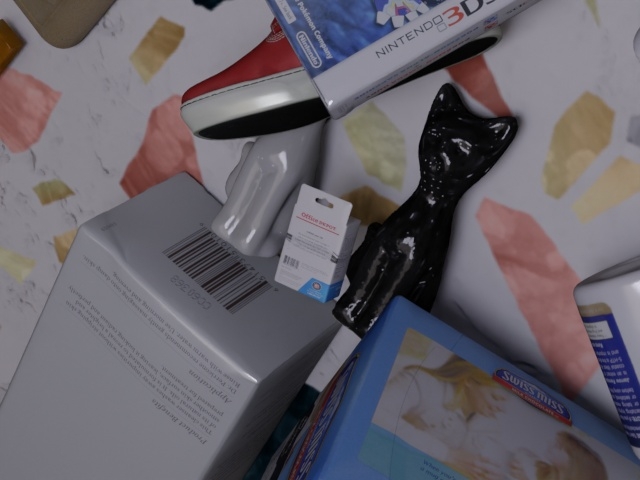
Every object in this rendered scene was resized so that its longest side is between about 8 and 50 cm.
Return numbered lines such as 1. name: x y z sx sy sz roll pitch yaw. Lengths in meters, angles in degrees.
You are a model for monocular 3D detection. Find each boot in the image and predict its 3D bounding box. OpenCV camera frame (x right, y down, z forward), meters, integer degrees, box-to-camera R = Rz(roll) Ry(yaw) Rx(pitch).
1. boot: -0.008 -0.185 0.945 0.244 0.088 0.176 -21 84 9

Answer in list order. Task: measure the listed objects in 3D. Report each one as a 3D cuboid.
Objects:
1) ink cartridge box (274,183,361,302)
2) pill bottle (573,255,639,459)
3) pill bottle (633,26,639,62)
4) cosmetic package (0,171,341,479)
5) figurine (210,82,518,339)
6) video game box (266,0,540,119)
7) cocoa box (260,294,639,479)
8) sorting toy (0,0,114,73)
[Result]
1. ink cartridge box: 0.000 0.000 0.993 0.048 0.028 0.083 24 109 22
2. pill bottle: 0.263 0.101 0.907 0.112 0.112 0.187 -21 90 37
3. pill bottle: 0.291 -0.188 0.689 0.152 0.152 0.272 40 125 12
4. cosmetic package: -0.167 0.158 1.197 0.217 0.156 0.385 41 127 12
5. figurine: 0.030 -0.059 1.028 0.215 0.092 0.209 35 117 17
6. video game box: 0.039 -0.217 0.877 0.187 0.048 0.205 -30 82 2
7. cocoa box: 0.123 0.256 0.952 0.347 0.231 0.228 32 126 -2
8. sorting toy: -0.269 -0.290 1.146 0.229 0.041 0.307 50 128 -1
